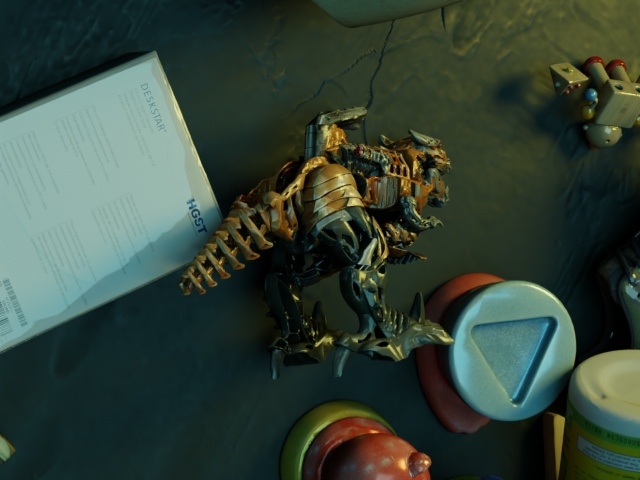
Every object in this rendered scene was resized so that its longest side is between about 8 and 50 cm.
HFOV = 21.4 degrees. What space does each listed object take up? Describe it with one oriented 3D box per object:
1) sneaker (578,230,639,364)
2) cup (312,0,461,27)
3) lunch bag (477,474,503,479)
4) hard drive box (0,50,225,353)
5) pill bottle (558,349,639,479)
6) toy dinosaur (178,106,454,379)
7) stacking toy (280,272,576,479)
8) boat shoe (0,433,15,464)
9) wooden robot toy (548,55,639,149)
[{"bbox_3d":[0.337,0.019,1.635,0.121,0.111,0.300,9,101,-16],"label":"sneaker"},{"bbox_3d":[0.055,-0.319,1.423,0.237,0.331,0.331,-41,110,12],"label":"cup"},{"bbox_3d":[0.155,0.270,1.521,0.098,0.067,0.065,-50,135,-12],"label":"lunch bag"},{"bbox_3d":[-0.218,-0.034,1.425,0.232,0.089,0.181,-25,103,-18],"label":"hard drive box"},{"bbox_3d":[0.289,0.239,1.584,0.136,0.136,0.245,-9,118,-22],"label":"pill bottle"},{"bbox_3d":[0.000,0.000,1.482,0.322,0.164,0.218,-15,97,-25],"label":"toy dinosaur"},{"bbox_3d":[0.155,0.203,1.577,0.309,0.130,0.279,-46,109,-12],"label":"stacking toy"},{"bbox_3d":[-0.324,0.148,1.414,0.152,0.056,0.049,40,74,-20],"label":"boat shoe"},{"bbox_3d":[0.287,-0.126,1.653,0.173,0.076,0.079,7,127,-23],"label":"wooden robot toy"}]
